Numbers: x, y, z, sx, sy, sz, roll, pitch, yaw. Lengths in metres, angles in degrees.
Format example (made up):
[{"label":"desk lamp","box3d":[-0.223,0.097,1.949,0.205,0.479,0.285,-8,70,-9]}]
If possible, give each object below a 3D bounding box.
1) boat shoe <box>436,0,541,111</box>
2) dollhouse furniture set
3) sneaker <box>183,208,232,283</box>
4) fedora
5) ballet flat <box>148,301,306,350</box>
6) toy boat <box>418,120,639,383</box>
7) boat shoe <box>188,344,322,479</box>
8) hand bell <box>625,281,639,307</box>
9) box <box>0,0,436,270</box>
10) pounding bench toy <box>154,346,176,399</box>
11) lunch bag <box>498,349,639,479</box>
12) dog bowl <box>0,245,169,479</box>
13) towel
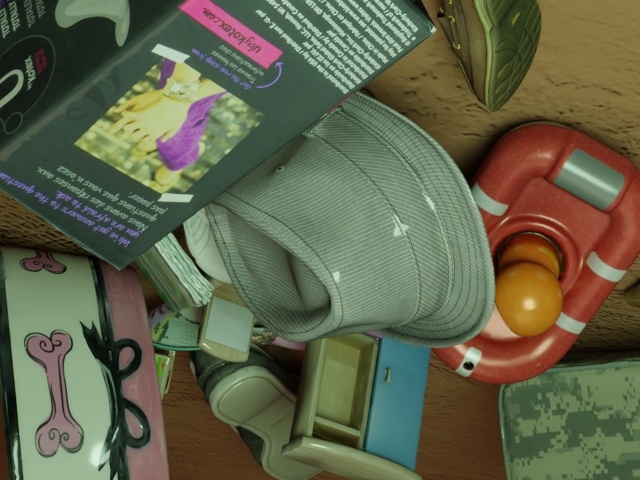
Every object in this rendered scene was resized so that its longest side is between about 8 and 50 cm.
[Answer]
[{"label":"boat shoe","box3d":[0.118,-0.162,1.113,0.060,0.064,0.178,33,160,25]},{"label":"dollhouse furniture set","box3d":[0.065,0.078,1.428,0.286,0.198,0.303,21,150,-22]},{"label":"sneaker","box3d":[-0.096,-0.024,1.402,0.061,0.054,0.152,-13,121,21]},{"label":"fedora","box3d":[0.000,0.000,1.244,0.275,0.124,0.244,29,140,45]},{"label":"ballet flat","box3d":[-0.080,0.073,1.616,0.221,0.077,0.079,4,134,1]},{"label":"toy boat","box3d":[0.169,0.027,1.262,0.151,0.151,0.231,28,120,-3]},{"label":"boat shoe","box3d":[-0.062,0.189,1.822,0.112,0.095,0.335,-33,149,2]},{"label":"hand bell","box3d":[0.362,0.041,1.391,0.126,0.126,0.242,23,161,-25]},{"label":"box","box3d":[-0.090,-0.138,0.993,0.270,0.165,0.143,-35,136,16]},{"label":"pounding bench toy","box3d":[-0.197,0.136,1.787,0.052,0.083,0.065,12,-176,1]},{"label":"lunch bag","box3d":[0.371,0.205,1.567,0.305,0.212,0.256,-10,179,35]},{"label":"dog bowl","box3d":[-0.247,0.199,1.577,0.150,0.408,0.408,-7,155,-12]},{"label":"towel","box3d":[-0.153,0.017,1.479,0.113,0.023,0.152,56,164,-5]}]
